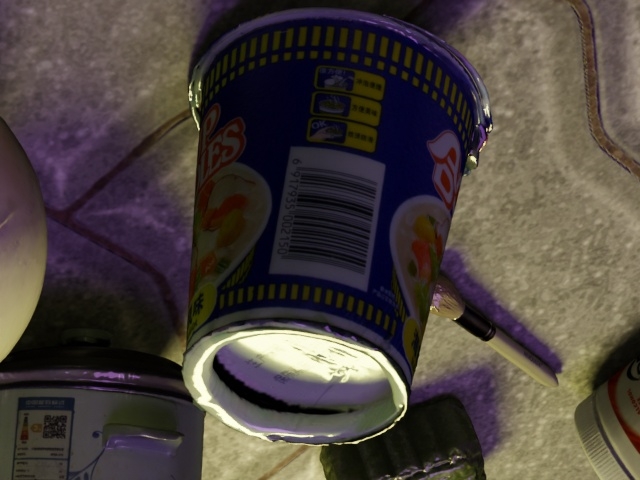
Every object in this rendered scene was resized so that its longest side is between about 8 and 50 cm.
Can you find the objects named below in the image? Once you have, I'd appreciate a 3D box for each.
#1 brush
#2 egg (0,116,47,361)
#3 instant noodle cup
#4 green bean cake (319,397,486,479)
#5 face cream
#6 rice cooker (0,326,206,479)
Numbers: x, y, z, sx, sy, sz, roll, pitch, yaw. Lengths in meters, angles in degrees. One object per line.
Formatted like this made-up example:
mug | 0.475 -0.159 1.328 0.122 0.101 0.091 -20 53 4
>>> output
brush | 0.190 0.109 2.110 0.042 0.039 0.299 -54 137 -2
egg | -0.371 0.003 1.598 0.283 0.283 0.345 -13 150 -8
instant noodle cup | 0.000 0.000 1.654 0.284 0.312 0.284 5 144 4
green bean cake | 0.103 0.286 2.222 0.183 0.094 0.185 -18 143 -4
face cream | 0.426 0.215 2.186 0.187 0.201 0.201 -41 134 22
rice cooker | -0.238 0.233 1.885 0.264 0.317 0.317 11 130 -28
